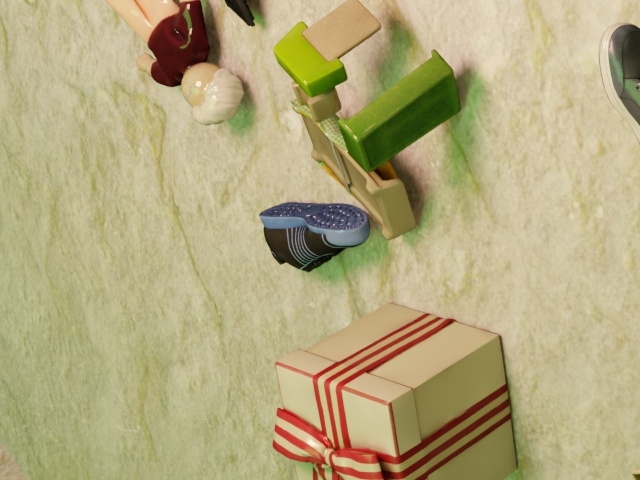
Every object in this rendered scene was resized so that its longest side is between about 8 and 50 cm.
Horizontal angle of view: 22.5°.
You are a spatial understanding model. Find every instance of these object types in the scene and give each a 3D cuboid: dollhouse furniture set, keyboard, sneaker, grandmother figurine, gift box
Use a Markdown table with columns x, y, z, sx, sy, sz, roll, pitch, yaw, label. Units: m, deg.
| x | y | z | sx | sy | sz | roll | pitch | yaw | label |
| --- | --- | --- | --- | --- | --- | --- | --- | --- | --- |
| 0.075 | -0.162 | 2.121 | 0.197 | 0.151 | 0.301 | 49 | 171 | 28 | dollhouse furniture set |
| -0.143 | -0.383 | 2.223 | 0.108 | 0.023 | 0.180 | 47 | 168 | 45 | keyboard |
| 0.398 | -0.138 | 1.712 | 0.226 | 0.086 | 0.163 | 61 | 156 | -14 | sneaker |
| -0.229 | -0.307 | 2.377 | 0.342 | 0.104 | 0.208 | 54 | 152 | 17 | grandmother figurine |
| 0.000 | 0.000 | 2.310 | 0.232 | 0.081 | 0.090 | 10 | 122 | 55 | sneaker |
| 0.105 | 0.269 | 2.193 | 0.255 | 0.258 | 0.276 | 9 | 117 | 49 | gift box |

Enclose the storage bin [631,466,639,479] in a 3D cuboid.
| x | y | z | sx | sy | sz | roll | pitch | yaw | label |
| --- | --- | --- | --- | --- | --- | --- | --- | --- | --- |
| 0.525 | 0.339 | 1.841 | 0.260 | 0.123 | 0.262 | -21 | 95 | 54 | storage bin |
